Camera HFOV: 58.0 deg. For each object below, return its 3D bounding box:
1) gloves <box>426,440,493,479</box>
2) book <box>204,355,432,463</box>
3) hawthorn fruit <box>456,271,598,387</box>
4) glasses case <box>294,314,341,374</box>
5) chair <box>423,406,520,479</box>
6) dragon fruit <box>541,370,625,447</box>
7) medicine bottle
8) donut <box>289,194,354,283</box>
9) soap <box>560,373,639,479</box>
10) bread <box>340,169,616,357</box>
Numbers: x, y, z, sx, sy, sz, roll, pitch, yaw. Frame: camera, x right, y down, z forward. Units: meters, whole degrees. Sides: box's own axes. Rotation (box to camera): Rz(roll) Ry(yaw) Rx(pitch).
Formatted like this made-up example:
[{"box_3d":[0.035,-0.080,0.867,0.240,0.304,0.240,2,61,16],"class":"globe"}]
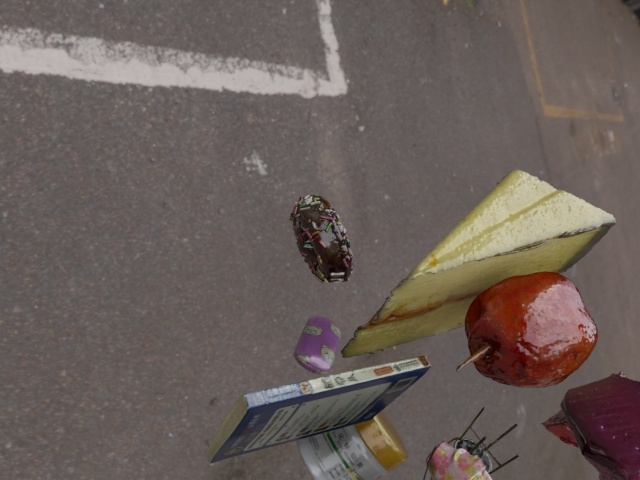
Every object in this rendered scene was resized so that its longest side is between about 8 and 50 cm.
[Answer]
[{"box_3d":[0.399,0.647,1.523,0.145,0.241,0.126,7,109,-55],"class":"gloves"},{"box_3d":[-0.005,0.356,1.219,0.428,0.300,0.039,-4,55,-31],"class":"book"},{"box_3d":[0.322,0.163,0.975,0.243,0.207,0.207,-19,96,-22],"class":"hawthorn fruit"},{"box_3d":[-0.006,0.324,1.829,0.123,0.075,0.316,28,18,0],"class":"glasses case"},{"box_3d":[0.488,0.701,1.884,0.170,0.325,0.159,28,32,-4],"class":"chair"},{"box_3d":[0.752,0.474,1.557,0.189,0.262,0.163,49,3,-17],"class":"dragon fruit"},{"box_3d":[0.084,0.560,1.596,0.237,0.232,0.238,55,2,-3],"class":"medicine bottle"},{"box_3d":[0.000,0.000,1.601,0.103,0.270,0.269,-24,101,-13],"class":"donut"},{"box_3d":[0.688,0.432,1.292,0.127,0.220,0.325,60,16,-15],"class":"soap"},{"box_3d":[0.277,0.102,1.087,0.242,0.345,0.405,39,63,15],"class":"bread"}]
